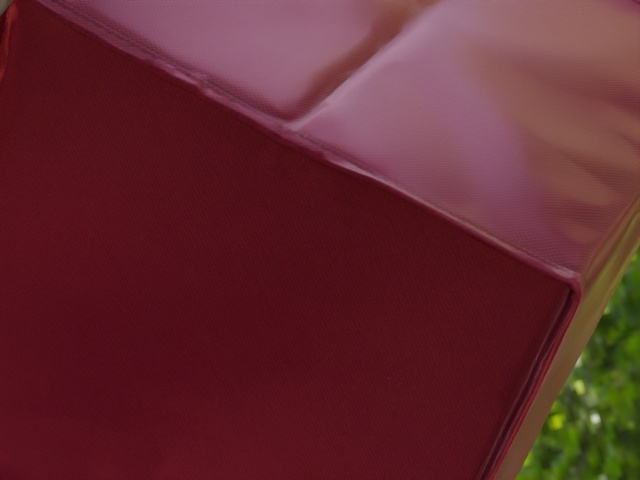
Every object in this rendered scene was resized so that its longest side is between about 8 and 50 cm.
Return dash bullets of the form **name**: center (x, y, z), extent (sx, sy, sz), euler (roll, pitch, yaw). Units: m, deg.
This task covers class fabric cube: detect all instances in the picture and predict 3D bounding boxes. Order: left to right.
- **fabric cube**: center (0.000, 0.000, 0.778), extent (0.258, 0.259, 0.254), euler (-46, -18, -53)

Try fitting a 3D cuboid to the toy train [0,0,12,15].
- **toy train**: center (-0.102, -0.218, 0.422), extent (0.142, 0.334, 0.190), euler (5, 26, 43)
